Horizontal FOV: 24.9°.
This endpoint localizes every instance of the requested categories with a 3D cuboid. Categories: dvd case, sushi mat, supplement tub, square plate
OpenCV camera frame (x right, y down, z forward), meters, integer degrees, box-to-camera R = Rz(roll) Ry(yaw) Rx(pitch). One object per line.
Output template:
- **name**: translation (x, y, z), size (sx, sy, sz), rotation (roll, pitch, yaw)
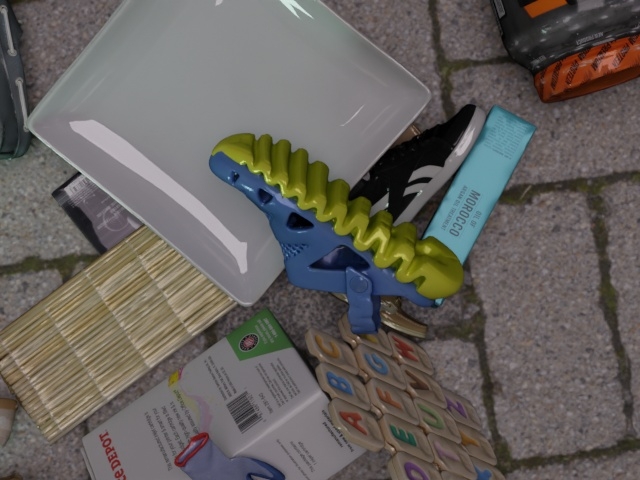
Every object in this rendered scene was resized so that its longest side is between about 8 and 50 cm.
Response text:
- **dvd case**: translation (-0.200, -0.023, 1.792), size (0.164, 0.018, 0.221), rotation (-39, 87, -1)
- **sushi mat**: translation (-0.250, 0.098, 1.770), size (0.316, 0.019, 0.151), rotation (-37, 88, 2)
- **supplement tub**: translation (0.289, -0.347, 1.720), size (0.207, 0.207, 0.338), rotation (-18, 87, -1)
- **square plate**: translation (-0.107, -0.155, 1.700), size (0.347, 0.049, 0.344), rotation (40, 102, -5)

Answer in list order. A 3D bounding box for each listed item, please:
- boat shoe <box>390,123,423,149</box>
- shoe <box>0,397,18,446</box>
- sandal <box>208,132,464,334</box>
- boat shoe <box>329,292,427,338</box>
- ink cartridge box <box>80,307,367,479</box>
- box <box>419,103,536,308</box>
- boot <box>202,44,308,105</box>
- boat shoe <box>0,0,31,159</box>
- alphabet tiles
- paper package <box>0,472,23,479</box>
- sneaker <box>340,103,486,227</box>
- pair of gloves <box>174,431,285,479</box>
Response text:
- **boat shoe**: translation (0.071, -0.146, 1.780), size (0.170, 0.059, 0.063), rotation (40, 87, 2)
- **shoe**: translation (-0.477, 0.209, 1.748), size (0.219, 0.076, 0.058), rotation (6, 81, -2)
- **sandal**: translation (0.000, 0.000, 1.643), size (0.317, 0.126, 0.138), rotation (37, 112, -1)
- **boat shoe**: translation (0.075, 0.075, 1.771), size (0.135, 0.050, 0.045), rotation (28, 92, 2)
- **ink cartridge box**: translation (-0.117, 0.237, 1.675), size (0.278, 0.201, 0.117), rotation (-36, 123, -2)
- **box**: translation (0.174, -0.038, 1.754), size (0.060, 0.100, 0.244), rotation (29, 86, 3)
- **boot**: translation (-0.107, -0.227, 1.754), size (0.178, 0.085, 0.236), rotation (-40, 94, 13)
- **boat shoe**: translation (-0.419, -0.246, 1.782), size (0.116, 0.099, 0.319), rotation (-21, 73, 40)
- **alphabet tiles**: translation (0.105, 0.198, 1.651), size (0.278, 0.284, 0.021), rotation (27, 117, -33)
- **paper package**: translation (-0.436, 0.460, 1.600), size (0.168, 0.325, 0.309), rotation (-23, 86, 33)
- **sneaker**: translation (0.091, -0.098, 1.726), size (0.121, 0.079, 0.217), rotation (35, 116, -6)
- **pair of gloves**: translation (-0.135, 0.300, 1.567), size (0.198, 0.023, 0.159), rotation (-43, 122, 3)
